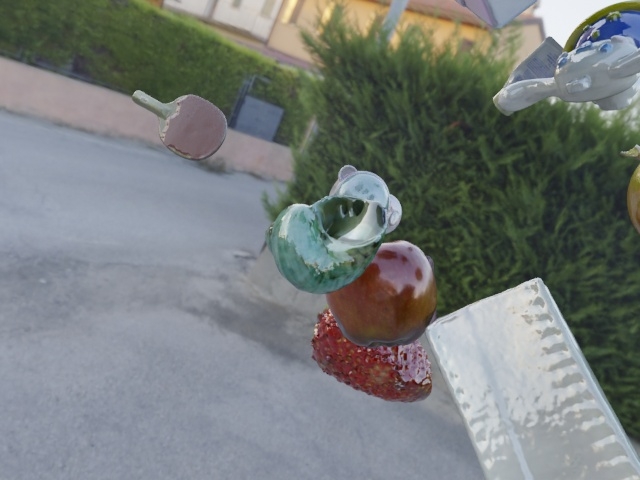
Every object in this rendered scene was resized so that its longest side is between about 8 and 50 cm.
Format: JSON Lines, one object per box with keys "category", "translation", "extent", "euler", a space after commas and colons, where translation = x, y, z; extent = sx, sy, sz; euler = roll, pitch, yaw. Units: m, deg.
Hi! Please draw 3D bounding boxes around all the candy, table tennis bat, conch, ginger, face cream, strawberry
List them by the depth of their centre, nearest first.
{"category": "candy", "translation": [0.325, 0.257, 0.857], "extent": [0.145, 0.208, 0.359], "euler": [35, 31, -55]}
{"category": "conch", "translation": [0.003, 0.001, 0.904], "extent": [0.188, 0.176, 0.122], "euler": [15, -17, -4]}
{"category": "table tennis bat", "translation": [-0.304, -0.256, 1.193], "extent": [0.234, 0.131, 0.022], "euler": [30, -1, 14]}
{"category": "strawberry", "translation": [0.142, 0.291, 1.496], "extent": [0.343, 0.292, 0.292], "euler": [35, 17, 28]}
{"category": "face cream", "translation": [0.575, -0.435, 1.525], "extent": [0.114, 0.224, 0.070], "euler": [46, 45, 0]}
{"category": "ginger", "translation": [0.991, -0.258, 1.716], "extent": [0.137, 0.044, 0.057], "euler": [25, -12, 17]}

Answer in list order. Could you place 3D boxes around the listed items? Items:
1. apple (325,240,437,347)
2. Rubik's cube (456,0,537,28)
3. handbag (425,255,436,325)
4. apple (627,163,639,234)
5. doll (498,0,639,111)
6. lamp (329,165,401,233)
{"category": "apple", "translation": [0.121, 0.109, 1.121], "extent": [0.229, 0.230, 0.230], "euler": [23, 14, -6]}
{"category": "Rubik's cube", "translation": [0.278, -0.585, 0.848], "extent": [0.319, 0.321, 0.316], "euler": [45, 15, -41]}
{"category": "handbag", "translation": [0.258, 0.161, 1.860], "extent": [0.275, 0.260, 0.084], "euler": [7, -15, -31]}
{"category": "apple", "translation": [0.708, -0.083, 1.050], "extent": [0.261, 0.260, 0.194], "euler": [-103, 170, -73]}
{"category": "doll", "translation": [0.484, -0.294, 0.999], "extent": [0.160, 0.310, 0.243], "euler": [51, 42, -30]}
{"category": "lamp", "translation": [0.132, -0.096, 1.588], "extent": [0.246, 0.180, 0.108], "euler": [24, 6, -29]}
